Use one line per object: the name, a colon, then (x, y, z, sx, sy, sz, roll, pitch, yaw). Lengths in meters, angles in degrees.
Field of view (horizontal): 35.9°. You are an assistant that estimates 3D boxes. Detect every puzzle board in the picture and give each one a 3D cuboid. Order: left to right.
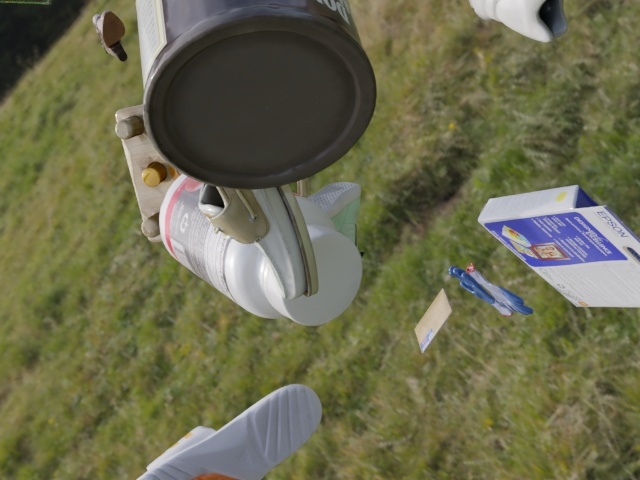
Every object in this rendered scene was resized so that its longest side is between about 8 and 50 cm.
puzzle board: (0.260, 0.184, 2.258, 0.128, 0.011, 0.096, -59, 20, 23)

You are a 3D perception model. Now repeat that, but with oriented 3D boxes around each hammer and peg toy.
hammer and peg toy: (-0.172, -0.136, 1.754, 0.361, 0.266, 0.127, -8, 14, 17)

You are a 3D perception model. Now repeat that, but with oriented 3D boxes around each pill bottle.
pill bottle: (-0.085, 0.005, 1.402, 0.176, 0.176, 0.318, -54, 39, -6)

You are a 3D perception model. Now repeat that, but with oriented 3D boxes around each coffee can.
coffee can: (-0.074, -0.215, 0.927, 0.201, 0.201, 0.275, -36, 47, 26)

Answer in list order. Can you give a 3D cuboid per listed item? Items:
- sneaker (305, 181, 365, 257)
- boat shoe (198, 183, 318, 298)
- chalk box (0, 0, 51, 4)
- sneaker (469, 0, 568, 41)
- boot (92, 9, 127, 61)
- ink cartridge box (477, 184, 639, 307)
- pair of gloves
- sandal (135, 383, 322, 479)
sneaker: (0.001, 0.000, 1.686, 0.094, 0.151, 0.256, 8, 19, 29)
boat shoe: (-0.089, -0.053, 1.124, 0.103, 0.302, 0.113, -25, 27, -11)
chalk box: (-0.399, -0.378, 1.124, 0.179, 0.289, 0.180, -131, 44, -53)
sneaker: (0.268, -0.360, 1.110, 0.111, 0.297, 0.129, -30, 57, -30)
boot: (-0.365, -0.361, 1.683, 0.042, 0.118, 0.087, -28, 53, -16)
ink cartridge box: (0.481, 0.017, 1.727, 0.307, 0.303, 0.072, -8, 48, 56)
pair of gloves: (0.335, 0.099, 1.963, 0.023, 0.159, 0.198, -52, 6, -8)
sandal: (-0.116, 0.264, 1.199, 0.265, 0.102, 0.076, -33, 15, -11)
